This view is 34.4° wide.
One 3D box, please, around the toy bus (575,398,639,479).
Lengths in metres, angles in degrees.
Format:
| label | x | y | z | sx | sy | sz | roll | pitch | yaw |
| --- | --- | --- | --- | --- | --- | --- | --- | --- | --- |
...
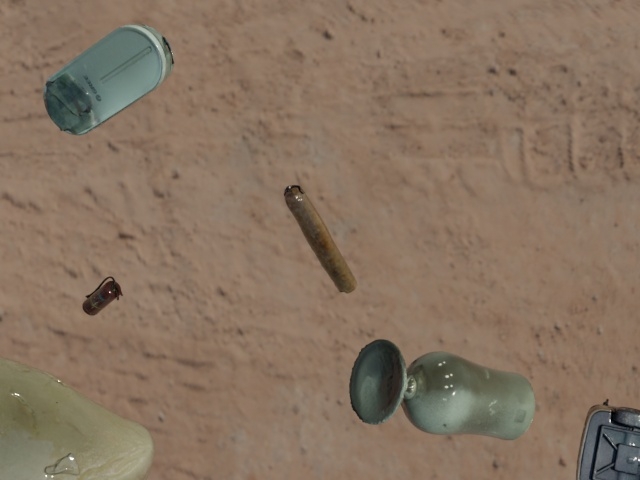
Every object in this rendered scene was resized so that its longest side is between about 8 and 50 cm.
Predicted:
| label | x | y | z | sx | sy | sz | roll | pitch | yaw |
| --- | --- | --- | --- | --- | --- | --- | --- | --- | --- |
| toy bus | 0.508 | 0.313 | 1.445 | 0.290 | 0.157 | 0.139 | 9 | 89 | 12 |

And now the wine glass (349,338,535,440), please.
| label | x | y | z | sx | sy | sz | roll | pitch | yaw |
| --- | --- | --- | --- | --- | --- | --- | --- | --- | --- |
| wine glass | 0.154 | 0.189 | 1.260 | 0.103 | 0.231 | 0.103 | -27 | 55 | 47 |

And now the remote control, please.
| label | x | y | z | sx | sy | sz | roll | pitch | yaw |
| --- | --- | --- | --- | --- | --- | --- | --- | --- | --- |
| remote control | -0.318 | -0.239 | 1.541 | 0.247 | 0.052 | 0.104 | -24 | 101 | 33 |

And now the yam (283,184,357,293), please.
| label | x | y | z | sx | sy | sz | roll | pitch | yaw |
| --- | --- | --- | --- | --- | --- | --- | --- | --- | --- |
| yam | 0.000 | 0.000 | 1.902 | 0.046 | 0.046 | 0.264 | -13 | 132 | 22 |

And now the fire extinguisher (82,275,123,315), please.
| label | x | y | z | sx | sy | sz | roll | pitch | yaw |
| --- | --- | --- | --- | --- | --- | --- | --- | --- | --- |
| fire extinguisher | -0.425 | 0.109 | 2.036 | 0.132 | 0.039 | 0.056 | -35 | 66 | 46 |

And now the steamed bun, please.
| label | x | y | z | sx | sy | sz | roll | pitch | yaw |
| --- | --- | --- | --- | --- | --- | --- | --- | --- | --- |
| steamed bun | -0.452 | 0.331 | 1.482 | 0.384 | 0.236 | 0.247 | 26 | 138 | -9 |
